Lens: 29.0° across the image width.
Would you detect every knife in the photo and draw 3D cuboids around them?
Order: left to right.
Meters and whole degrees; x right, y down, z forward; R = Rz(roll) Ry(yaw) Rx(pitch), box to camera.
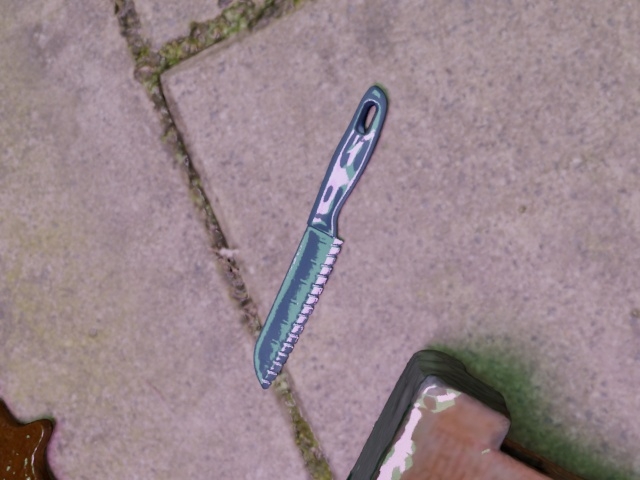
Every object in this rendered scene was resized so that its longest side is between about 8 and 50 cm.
[{"bbox_3d":[0.000,0.000,1.188,0.044,0.019,0.313,26,99,13],"label":"knife"}]

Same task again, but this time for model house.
[{"bbox_3d":[0.170,0.287,1.068,0.325,0.194,0.267,27,95,2],"label":"model house"}]

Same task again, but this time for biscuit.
[{"bbox_3d":[-0.351,0.257,1.282,0.215,0.034,0.182,-41,71,12],"label":"biscuit"}]
